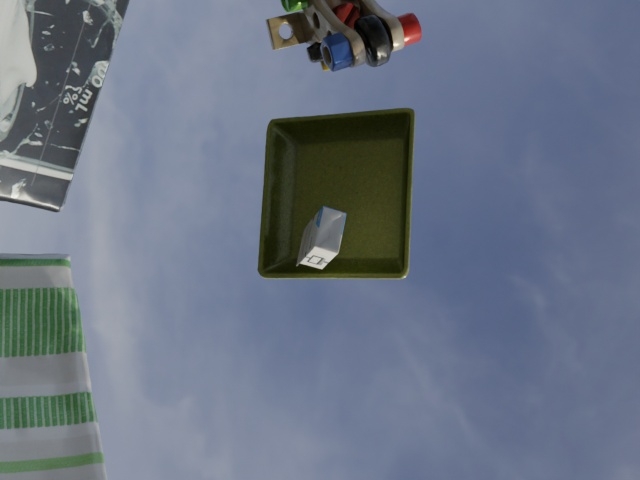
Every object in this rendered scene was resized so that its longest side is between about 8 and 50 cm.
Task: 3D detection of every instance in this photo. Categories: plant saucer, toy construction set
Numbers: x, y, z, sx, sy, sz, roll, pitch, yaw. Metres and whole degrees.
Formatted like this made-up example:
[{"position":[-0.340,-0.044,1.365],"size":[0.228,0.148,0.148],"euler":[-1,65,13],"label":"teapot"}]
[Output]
[{"position":[0.025,-0.047,1.155],"size":[0.188,0.045,0.188],"euler":[-1,-99,28],"label":"plant saucer"},{"position":[0.030,-0.344,1.221],"size":[0.309,0.257,0.237],"euler":[-43,-170,-8],"label":"toy construction set"}]

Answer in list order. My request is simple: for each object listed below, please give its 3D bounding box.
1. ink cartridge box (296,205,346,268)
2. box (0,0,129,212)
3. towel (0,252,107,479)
[{"position":[0.000,0.000,1.108],"size":[0.083,0.028,0.048],"euler":[134,-30,-68],"label":"ink cartridge box"},{"position":[-0.447,-0.324,0.991],"size":[0.297,0.472,0.479],"euler":[25,-82,42],"label":"box"},{"position":[-0.356,0.156,1.063],"size":[0.038,0.248,0.324],"euler":[-49,-132,48],"label":"towel"}]
